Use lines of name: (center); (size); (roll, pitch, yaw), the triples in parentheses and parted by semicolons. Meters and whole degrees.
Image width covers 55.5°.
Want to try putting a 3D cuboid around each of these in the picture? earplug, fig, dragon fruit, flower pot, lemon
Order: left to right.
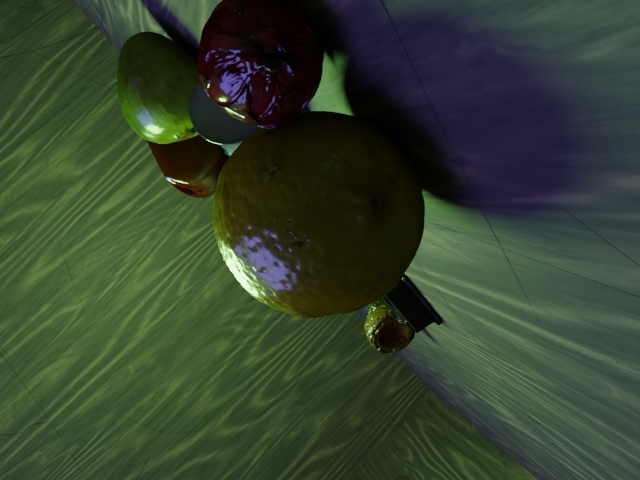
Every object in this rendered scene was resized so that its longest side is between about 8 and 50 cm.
fig: (-0.420, -0.417, 1.631); (0.326, 0.258, 0.258); (64, 179, 17)
earplug: (-0.150, -0.239, 1.346); (0.172, 0.172, 0.301); (45, 179, 17)
dragon fruit: (-0.077, -0.236, 0.797); (0.172, 0.172, 0.209); (47, 180, -1)
lemon: (-0.006, -0.039, 0.905); (0.336, 0.336, 0.336); (46, 174, 6)
flower pot: (0.222, 0.165, 1.717); (0.251, 0.084, 0.179); (50, 173, -24)

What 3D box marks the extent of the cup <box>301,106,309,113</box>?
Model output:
cup: (-0.081, -0.245, 1.147); (0.100, 0.077, 0.078); (47, 174, 0)

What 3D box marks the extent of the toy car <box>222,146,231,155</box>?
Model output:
toy car: (-0.239, -0.285, 1.865); (0.161, 0.098, 0.126); (45, 176, 26)

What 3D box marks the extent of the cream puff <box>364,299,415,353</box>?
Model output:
cream puff: (0.227, 0.279, 2.113); (0.183, 0.183, 0.169); (50, -175, -33)

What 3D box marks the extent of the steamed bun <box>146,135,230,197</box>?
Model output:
steamed bun: (-0.428, -0.345, 2.008); (0.379, 0.248, 0.235); (62, 179, 11)
